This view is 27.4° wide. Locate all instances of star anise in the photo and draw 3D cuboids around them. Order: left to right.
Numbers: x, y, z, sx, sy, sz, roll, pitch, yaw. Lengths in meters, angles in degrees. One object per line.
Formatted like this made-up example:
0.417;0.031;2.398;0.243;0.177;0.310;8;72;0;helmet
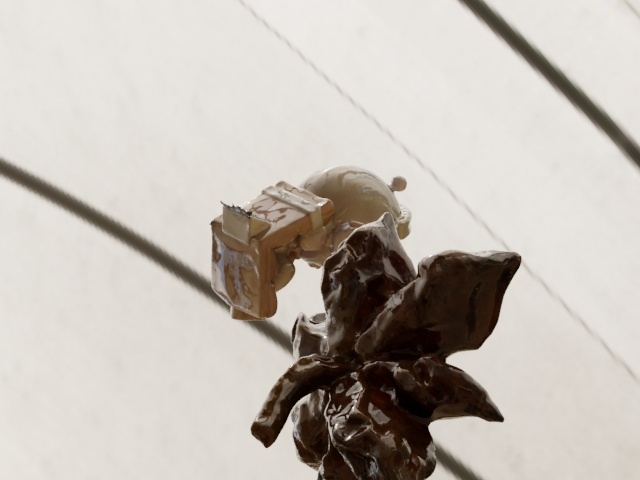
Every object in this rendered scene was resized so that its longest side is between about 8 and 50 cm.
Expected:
0.031;0.076;0.764;0.196;0.111;0.212;-59;8;-8;star anise

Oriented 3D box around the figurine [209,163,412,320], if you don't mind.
0.000;-0.004;1.413;0.237;0.162;0.141;-22;-65;-33;figurine
